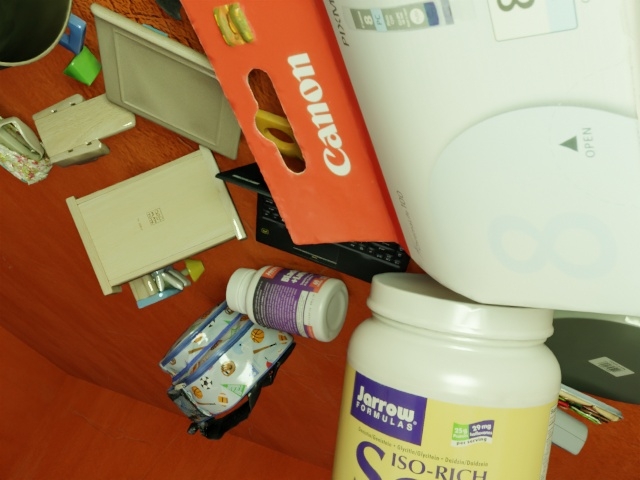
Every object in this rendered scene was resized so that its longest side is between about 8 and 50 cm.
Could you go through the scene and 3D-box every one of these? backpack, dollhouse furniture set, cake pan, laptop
[{"bbox_3d":[-0.183,0.236,1.337,0.213,0.276,0.263,46,145,-13],"label":"backpack"},{"bbox_3d":[-0.238,-0.066,1.001,0.303,0.198,0.286,130,117,-86],"label":"dollhouse furniture set"},{"bbox_3d":[0.399,0.146,0.887,0.293,0.054,0.293,19,153,10],"label":"cake pan"},{"bbox_3d":[0.000,0.000,0.853,0.234,0.136,0.264,21,142,9],"label":"laptop"}]

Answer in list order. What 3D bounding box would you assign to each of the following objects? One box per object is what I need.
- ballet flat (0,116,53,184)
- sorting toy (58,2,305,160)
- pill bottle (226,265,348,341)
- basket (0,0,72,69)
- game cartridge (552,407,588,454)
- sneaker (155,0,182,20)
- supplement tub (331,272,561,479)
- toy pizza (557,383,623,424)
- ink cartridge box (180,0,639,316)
[{"bbox_3d":[-0.520,-0.185,1.038,0.077,0.091,0.241,-28,134,21],"label":"ballet flat"},{"bbox_3d":[-0.166,-0.185,0.766,0.348,0.047,0.196,26,158,-1],"label":"sorting toy"},{"bbox_3d":[-0.060,0.102,1.123,0.194,0.108,0.108,10,150,26],"label":"pill bottle"},{"bbox_3d":[-0.374,-0.241,0.655,0.227,0.204,0.154,-10,176,42],"label":"basket"},{"bbox_3d":[0.290,0.257,1.084,0.198,0.062,0.297,27,174,-15],"label":"game cartridge"},{"bbox_3d":[-0.129,-0.265,0.586,0.089,0.051,0.170,35,156,-21],"label":"sneaker"},{"bbox_3d":[0.140,0.217,0.756,0.241,0.331,0.241,6,-175,-1],"label":"supplement tub"},{"bbox_3d":[0.371,0.243,1.035,0.201,0.032,0.201,24,175,3],"label":"toy pizza"},{"bbox_3d":[0.061,-0.090,0.537,0.385,0.091,0.308,0,128,34],"label":"ink cartridge box"}]
